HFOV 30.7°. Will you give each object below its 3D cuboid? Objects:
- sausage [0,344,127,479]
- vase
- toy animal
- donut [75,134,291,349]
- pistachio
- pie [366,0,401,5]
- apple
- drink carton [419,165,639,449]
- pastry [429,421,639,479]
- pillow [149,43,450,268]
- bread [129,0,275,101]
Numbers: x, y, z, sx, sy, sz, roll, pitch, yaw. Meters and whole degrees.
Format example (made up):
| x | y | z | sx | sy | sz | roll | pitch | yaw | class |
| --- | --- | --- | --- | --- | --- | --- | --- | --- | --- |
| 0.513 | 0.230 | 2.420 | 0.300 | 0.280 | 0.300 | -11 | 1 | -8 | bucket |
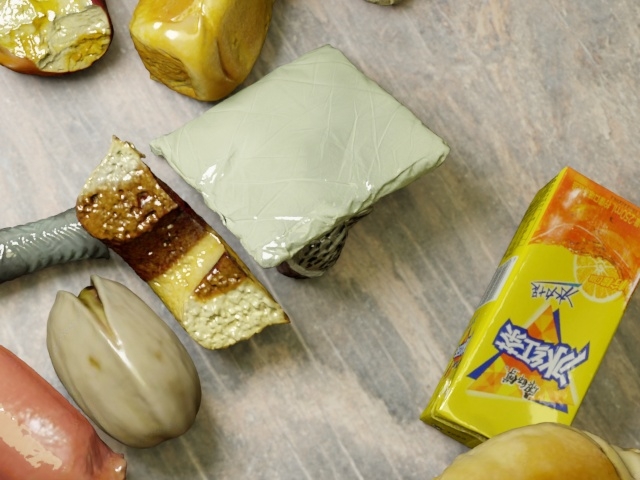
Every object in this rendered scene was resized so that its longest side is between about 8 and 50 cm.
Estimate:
| x | y | z | sx | sy | sz | roll | pitch | yaw | class |
| --- | --- | --- | --- | --- | --- | --- | --- | --- | --- |
| -0.339 | 0.217 | 1.297 | 0.254 | 0.148 | 0.148 | 43 | 74 | 4 | sausage |
| -0.373 | 0.016 | 1.370 | 0.237 | 0.115 | 0.115 | -18 | 78 | -15 | vase |
| 0.000 | 0.000 | 1.425 | 0.137 | 0.098 | 0.098 | -4 | 75 | 11 | toy animal |
| -0.179 | 0.008 | 1.372 | 0.112 | 0.151 | 0.295 | -41 | 106 | -5 | donut |
| -0.229 | 0.136 | 1.338 | 0.137 | 0.153 | 0.238 | -28 | 54 | -24 | pistachio |
| 0.061 | -0.404 | 1.540 | 0.193 | 0.079 | 0.163 | 45 | 41 | -14 | pie |
| -0.341 | -0.280 | 1.433 | 0.158 | 0.147 | 0.156 | -19 | 111 | -3 | apple |
| 0.274 | 0.101 | 1.429 | 0.154 | 0.111 | 0.351 | 30 | 73 | 0 | drink carton |
| 0.255 | 0.394 | 1.238 | 0.409 | 0.245 | 0.410 | -3 | 105 | -13 | pastry |
| -0.027 | -0.107 | 1.419 | 0.274 | 0.076 | 0.281 | -33 | 50 | -15 | pillow |
| -0.124 | -0.326 | 1.464 | 0.132 | 0.167 | 0.294 | 18 | 73 | 24 | bread |
